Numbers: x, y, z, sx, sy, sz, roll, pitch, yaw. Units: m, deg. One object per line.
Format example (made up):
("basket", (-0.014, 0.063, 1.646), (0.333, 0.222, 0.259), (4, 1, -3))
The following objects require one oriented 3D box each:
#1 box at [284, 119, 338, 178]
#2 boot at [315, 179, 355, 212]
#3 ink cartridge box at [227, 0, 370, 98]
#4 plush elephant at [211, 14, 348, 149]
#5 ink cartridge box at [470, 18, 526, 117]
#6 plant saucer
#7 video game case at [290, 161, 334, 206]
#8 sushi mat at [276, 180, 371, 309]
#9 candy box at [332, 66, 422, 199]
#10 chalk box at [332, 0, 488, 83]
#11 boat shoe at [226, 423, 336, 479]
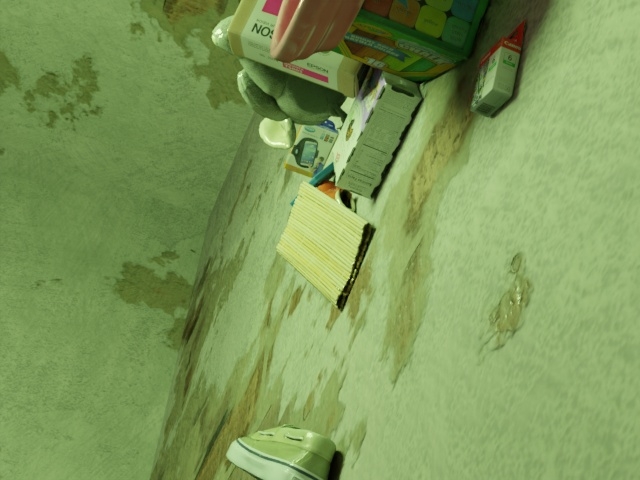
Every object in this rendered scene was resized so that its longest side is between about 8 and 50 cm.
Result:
("box", (-0.018, -0.206, 2.135), (0.028, 0.081, 0.136), (-91, 23, -60))
("boot", (0.030, -0.073, 1.771), (0.085, 0.059, 0.158), (-60, 24, 32))
("ink cartridge box", (-0.011, -0.373, 1.637), (0.088, 0.234, 0.193), (81, -149, -74))
("plush elephant", (-0.031, -0.309, 1.853), (0.272, 0.330, 0.255), (-32, 13, -10))
("ink cartridge box", (0.217, -0.215, 1.193), (0.063, 0.029, 0.115), (135, 152, -65))
("plant saucer", (0.026, -0.397, 1.359), (0.332, 0.084, 0.332), (-160, 90, -79))
("video game case", (0.008, -0.125, 1.901), (0.119, 0.015, 0.166), (-41, 0, -23))
("sushi mat", (0.000, 0.000, 1.692), (0.316, 0.019, 0.151), (38, 109, 64))
("candy box", (0.090, -0.193, 1.642), (0.165, 0.070, 0.196), (-94, 27, -62))
("chalk box", (0.139, -0.358, 1.420), (0.289, 0.180, 0.179), (180, 110, -79))
("boat shoe", (-0.050, 0.319, 1.429), (0.094, 0.109, 0.302), (-58, 17, -15))
